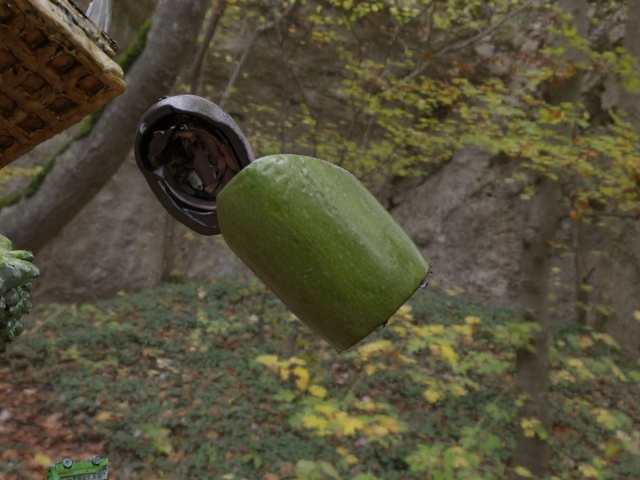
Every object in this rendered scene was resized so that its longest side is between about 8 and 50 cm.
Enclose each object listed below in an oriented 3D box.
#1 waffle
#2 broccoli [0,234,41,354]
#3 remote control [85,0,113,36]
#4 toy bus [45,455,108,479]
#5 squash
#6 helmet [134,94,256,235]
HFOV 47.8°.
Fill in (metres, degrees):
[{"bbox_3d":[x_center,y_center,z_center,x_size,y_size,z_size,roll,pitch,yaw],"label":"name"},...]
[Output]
[{"bbox_3d":[-0.412,-0.183,0.849,0.308,0.091,0.213,-28,-33,12],"label":"waffle"},{"bbox_3d":[-0.321,0.010,0.446,0.263,0.243,0.247,-28,-3,12],"label":"broccoli"},{"bbox_3d":[-0.333,-0.319,1.082,0.044,0.229,0.073,19,-27,-14],"label":"remote control"},{"bbox_3d":[-0.337,0.322,1.004,0.083,0.037,0.031,10,-30,-45],"label":"toy bus"},{"bbox_3d":[0.000,0.000,0.945,0.260,0.189,0.189,46,-17,-4],"label":"squash"},{"bbox_3d":[-0.216,-0.152,1.302,0.198,0.154,0.253,-28,-53,17],"label":"helmet"}]
